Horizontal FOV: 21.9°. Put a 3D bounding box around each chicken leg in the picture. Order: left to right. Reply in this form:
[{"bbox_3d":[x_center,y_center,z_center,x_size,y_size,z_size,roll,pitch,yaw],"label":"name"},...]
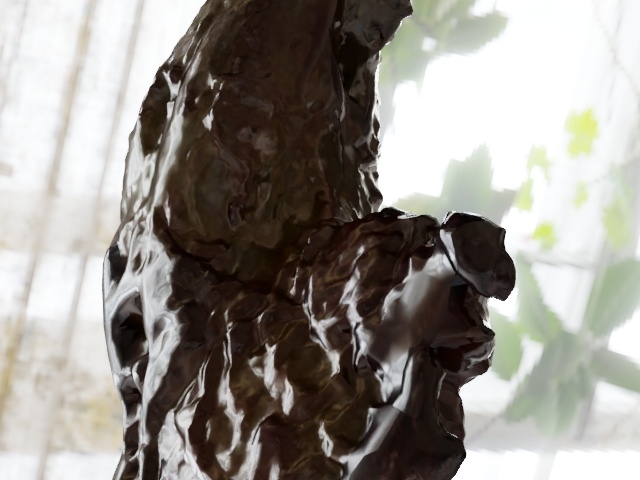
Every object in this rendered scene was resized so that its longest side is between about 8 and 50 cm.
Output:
[{"bbox_3d":[-0.005,0.004,0.433,0.083,0.177,0.322,12,-128,-20],"label":"chicken leg"}]
